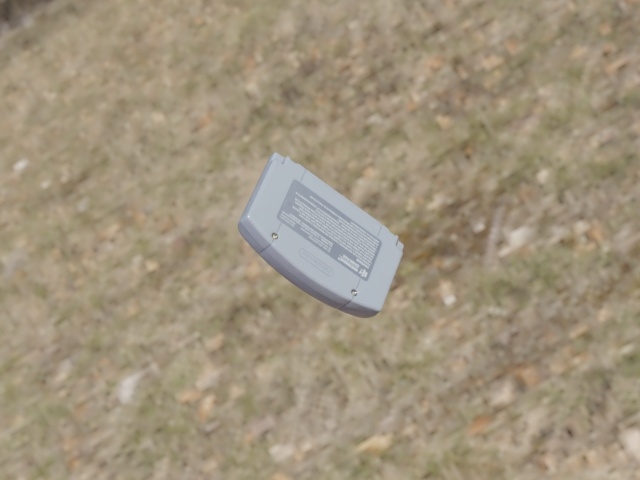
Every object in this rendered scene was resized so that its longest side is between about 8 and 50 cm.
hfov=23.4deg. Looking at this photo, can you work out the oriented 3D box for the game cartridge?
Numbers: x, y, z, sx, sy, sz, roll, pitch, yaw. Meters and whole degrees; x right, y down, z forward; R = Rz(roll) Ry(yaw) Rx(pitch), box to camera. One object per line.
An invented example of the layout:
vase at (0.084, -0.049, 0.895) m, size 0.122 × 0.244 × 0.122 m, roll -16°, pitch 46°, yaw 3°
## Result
game cartridge at (0.000, 0.000, 0.758) m, size 0.017 × 0.083 × 0.056 m, roll -39°, pitch 21°, yaw 45°
